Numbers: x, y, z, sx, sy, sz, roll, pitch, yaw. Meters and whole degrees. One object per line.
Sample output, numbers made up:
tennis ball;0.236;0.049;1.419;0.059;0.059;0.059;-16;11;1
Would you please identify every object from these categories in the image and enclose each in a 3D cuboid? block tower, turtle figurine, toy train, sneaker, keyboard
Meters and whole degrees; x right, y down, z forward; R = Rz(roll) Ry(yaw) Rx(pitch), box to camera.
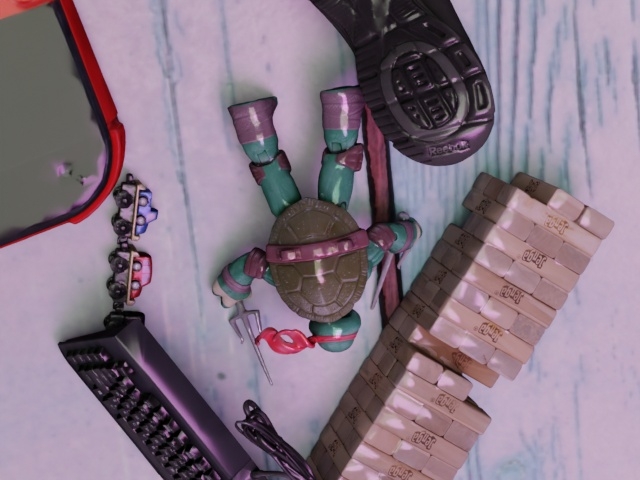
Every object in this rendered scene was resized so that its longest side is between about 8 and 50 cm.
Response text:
block tower;0.103;0.099;1.082;0.091;0.097;0.335;30;94;-16
turtle figurine;0.000;0.000;1.031;0.175;0.118;0.234;-9;99;-9
toy train;-0.152;0.025;1.048;0.036;0.027;0.158;3;103;-15
sneaker;0.047;-0.185;1.001;0.109;0.130;0.286;-24;85;14
keyboard;-0.068;0.191;1.028;0.317;0.201;0.033;53;51;-17

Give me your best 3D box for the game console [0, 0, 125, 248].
game console;-0.367;-0.119;0.960;0.386;0.060;0.342;-22;104;-6
